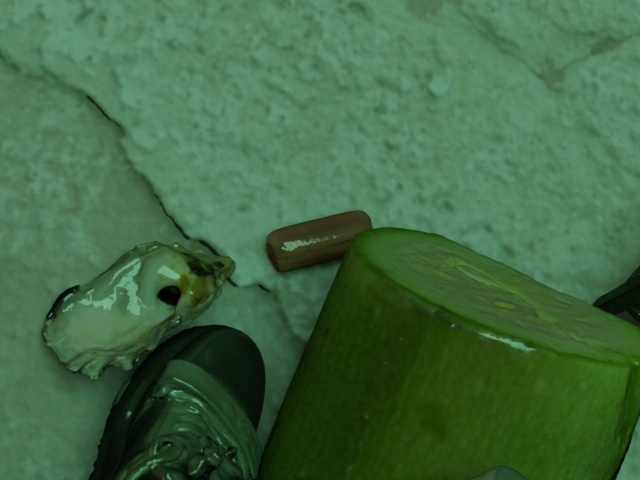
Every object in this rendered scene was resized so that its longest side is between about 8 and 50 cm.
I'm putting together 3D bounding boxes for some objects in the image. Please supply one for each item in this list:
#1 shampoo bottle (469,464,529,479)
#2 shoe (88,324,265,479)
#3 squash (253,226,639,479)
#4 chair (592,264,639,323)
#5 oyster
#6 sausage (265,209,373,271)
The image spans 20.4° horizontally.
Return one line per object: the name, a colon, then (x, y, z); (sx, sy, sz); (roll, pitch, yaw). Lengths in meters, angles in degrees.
shampoo bottle: (0.006, 0.279, 1.133); (0.359, 0.078, 0.134); (-34, 106, 22)
shoe: (-0.083, 0.156, 1.173); (0.109, 0.149, 0.293); (42, 49, -17)
squash: (0.069, 0.177, 1.244); (0.234, 0.210, 0.309); (25, 105, 21)
chair: (0.329, 0.026, 1.285); (0.147, 0.270, 0.136); (44, 72, -2)
oyster: (-0.135, 0.047, 1.275); (0.122, 0.045, 0.146); (11, 49, 6)
sausage: (0.000, 0.000, 1.333); (0.083, 0.034, 0.034); (-15, 81, -18)
